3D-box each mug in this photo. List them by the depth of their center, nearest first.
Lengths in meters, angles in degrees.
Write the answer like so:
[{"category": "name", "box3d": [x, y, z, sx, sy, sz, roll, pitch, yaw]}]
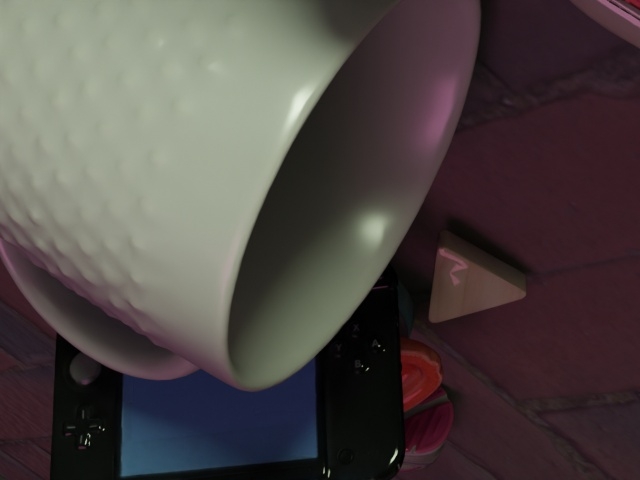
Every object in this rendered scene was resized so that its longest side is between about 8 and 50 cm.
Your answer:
[{"category": "mug", "box3d": [-0.120, -0.069, 0.899, 0.328, 0.276, 0.374, 29, 131, 18]}]

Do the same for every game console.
[{"category": "game console", "box3d": [-0.099, 0.058, 1.074, 0.293, 0.250, 0.173, -9, 157, 16]}]

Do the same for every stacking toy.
[{"category": "stacking toy", "box3d": [0.000, 0.000, 1.202, 0.309, 0.130, 0.279, 37, 127, -23]}]

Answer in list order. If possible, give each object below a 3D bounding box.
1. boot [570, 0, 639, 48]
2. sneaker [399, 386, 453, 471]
[{"category": "boot", "box3d": [0.240, -0.150, 0.671, 0.244, 0.088, 0.176, 18, 153, 3]}, {"category": "sneaker", "box3d": [0.017, 0.183, 1.459, 0.252, 0.103, 0.111, 17, 150, 22]}]
